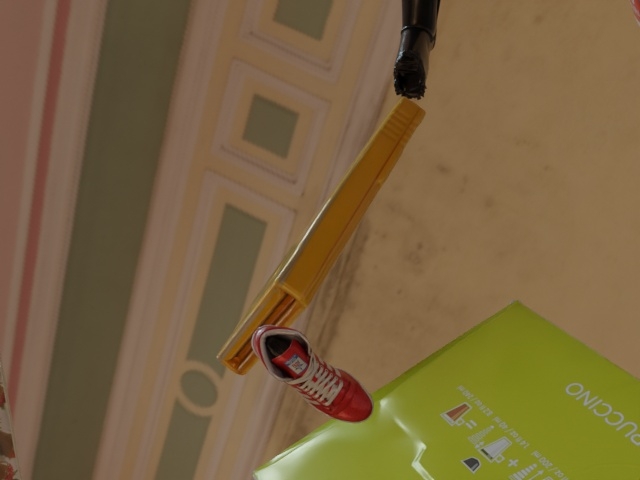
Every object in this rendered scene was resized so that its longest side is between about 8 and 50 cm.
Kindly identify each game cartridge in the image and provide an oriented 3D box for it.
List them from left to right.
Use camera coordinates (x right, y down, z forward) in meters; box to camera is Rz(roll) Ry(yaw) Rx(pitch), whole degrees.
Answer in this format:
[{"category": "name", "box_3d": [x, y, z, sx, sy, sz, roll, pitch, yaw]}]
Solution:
[{"category": "game cartridge", "box_3d": [0.000, 0.000, 1.164, 0.052, 0.324, 0.285, 36, -31, -2]}]

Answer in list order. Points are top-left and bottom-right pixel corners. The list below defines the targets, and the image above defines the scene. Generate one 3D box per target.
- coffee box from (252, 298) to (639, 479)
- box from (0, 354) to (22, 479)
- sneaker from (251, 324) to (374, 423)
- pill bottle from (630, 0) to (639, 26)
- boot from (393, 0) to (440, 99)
[{"category": "coffee box", "box_3d": [0.192, 0.322, 0.852, 0.337, 0.338, 0.334, 39, -23, 59]}, {"category": "box", "box_3d": [-0.306, 0.135, 0.791, 0.067, 0.063, 0.324, 114, -39, -56]}, {"category": "sneaker", "box_3d": [-0.005, 0.109, 0.729, 0.118, 0.067, 0.042, 35, -99, 0]}, {"category": "pill bottle", "box_3d": [0.315, -0.353, 0.717, 0.210, 0.210, 0.363, -10, -56, 29]}, {"category": "boot", "box_3d": [0.099, -0.219, 0.963, 0.045, 0.099, 0.121, 6, -41, 15]}]
